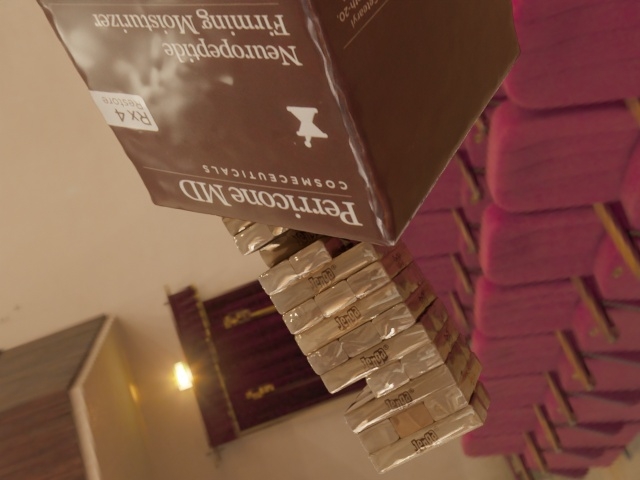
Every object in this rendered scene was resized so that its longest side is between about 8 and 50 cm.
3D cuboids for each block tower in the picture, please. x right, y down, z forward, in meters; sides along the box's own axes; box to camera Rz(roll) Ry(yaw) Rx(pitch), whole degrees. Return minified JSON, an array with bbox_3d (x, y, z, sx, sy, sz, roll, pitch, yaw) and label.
[{"bbox_3d":[0.000,0.000,0.682,0.335,0.097,0.091,59,-162,1],"label":"block tower"}]

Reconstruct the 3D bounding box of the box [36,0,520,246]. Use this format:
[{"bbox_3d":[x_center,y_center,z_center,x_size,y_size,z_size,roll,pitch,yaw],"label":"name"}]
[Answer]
[{"bbox_3d":[-0.021,-0.134,0.453,0.168,0.167,0.203,10,139,34],"label":"box"}]
